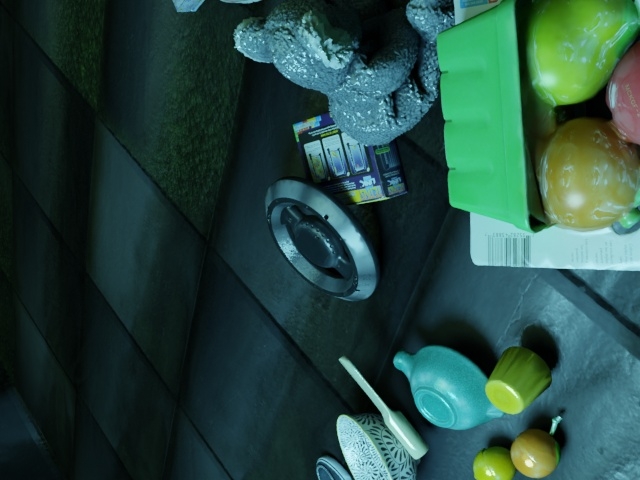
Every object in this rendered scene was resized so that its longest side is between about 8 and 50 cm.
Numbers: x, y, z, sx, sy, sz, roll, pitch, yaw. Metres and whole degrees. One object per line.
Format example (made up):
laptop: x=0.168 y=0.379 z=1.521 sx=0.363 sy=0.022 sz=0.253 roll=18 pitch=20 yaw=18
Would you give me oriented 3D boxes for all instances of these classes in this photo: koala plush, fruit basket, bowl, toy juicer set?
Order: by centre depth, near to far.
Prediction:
fruit basket: x=0.297 y=-0.132 z=0.789 sx=0.352 sy=0.165 sz=0.327 roll=-1 pitch=100 yaw=35
koala plush: x=0.023 y=-0.228 z=0.977 sx=0.196 sy=0.221 sz=0.204 roll=19 pitch=99 yaw=47
toy juicer set: x=0.194 y=0.234 z=1.113 sx=0.329 sy=0.089 sz=0.209 roll=-5 pitch=118 yaw=49
bowl: x=0.102 y=0.332 z=1.246 sx=0.170 sy=0.080 sz=0.170 roll=51 pitch=154 yaw=37

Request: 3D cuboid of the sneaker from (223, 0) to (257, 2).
sneaker: x=-0.109 y=-0.425 z=1.198 sx=0.252 sy=0.111 sz=0.103 roll=-14 pitch=93 yaw=54

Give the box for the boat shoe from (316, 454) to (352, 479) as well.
boat shoe: x=0.027 y=0.471 z=1.411 sx=0.183 sy=0.083 sz=0.065 roll=57 pitch=141 yaw=20

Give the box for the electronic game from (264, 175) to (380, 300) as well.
electronic game: x=0.000 y=0.000 z=1.242 sx=0.229 sy=0.048 sz=0.229 roll=34 pitch=147 yaw=26

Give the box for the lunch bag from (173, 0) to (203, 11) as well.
lunch bag: x=-0.228 y=-0.449 z=1.394 sx=0.083 sy=0.053 sz=0.071 roll=-30 pitch=81 yaw=44

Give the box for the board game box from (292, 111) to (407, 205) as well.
board game box: x=0.041 y=-0.123 z=1.181 sx=0.170 sy=0.048 sz=0.141 roll=-6 pitch=101 yaw=53
